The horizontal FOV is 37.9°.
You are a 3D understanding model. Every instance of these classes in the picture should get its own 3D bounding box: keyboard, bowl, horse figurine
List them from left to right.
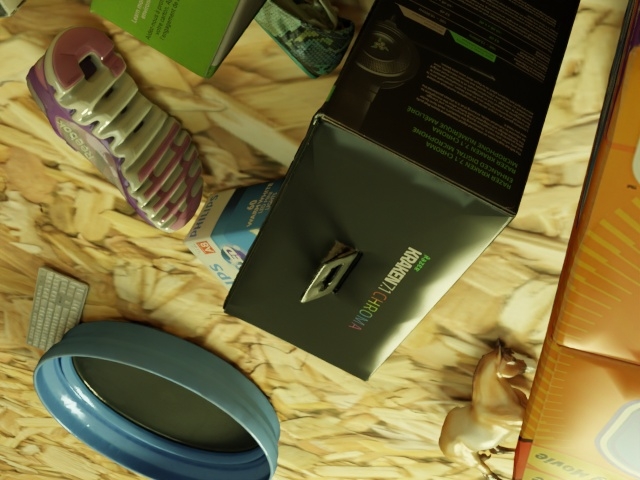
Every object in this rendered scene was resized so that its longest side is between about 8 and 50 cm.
[{"bbox_3d":[-0.393,0.113,1.381,0.072,0.014,0.256,28,144,-4],"label":"keyboard"},{"bbox_3d":[-0.242,0.260,1.419,0.391,0.077,0.391,15,143,12],"label":"bowl"},{"bbox_3d":[0.219,0.232,1.139,0.174,0.066,0.263,25,142,-10],"label":"horse figurine"}]

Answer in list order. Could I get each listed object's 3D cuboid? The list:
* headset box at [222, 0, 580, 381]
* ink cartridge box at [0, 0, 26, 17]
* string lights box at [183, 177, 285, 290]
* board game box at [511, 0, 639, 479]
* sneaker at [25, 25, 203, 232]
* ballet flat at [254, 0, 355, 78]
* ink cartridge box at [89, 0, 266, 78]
[{"bbox_3d":[0.057,-0.066,0.681,0.131,0.283,0.246,27,144,-3],"label":"headset box"},{"bbox_3d":[-0.456,-0.323,0.837,0.304,0.072,0.307,0,139,30],"label":"ink cartridge box"},{"bbox_3d":[0.000,0.000,0.966,0.260,0.077,0.133,-10,133,38],"label":"string lights box"},{"bbox_3d":[0.330,-0.043,0.489,0.356,0.356,0.356,14,144,14],"label":"board game box"},{"bbox_3d":[-0.213,-0.107,0.953,0.104,0.095,0.236,-4,131,42],"label":"sneaker"},{"bbox_3d":[-0.048,-0.213,0.756,0.188,0.070,0.070,37,142,-19],"label":"ballet flat"},{"bbox_3d":[-0.036,-0.257,0.579,0.097,0.189,0.255,30,142,-4],"label":"ink cartridge box"}]
